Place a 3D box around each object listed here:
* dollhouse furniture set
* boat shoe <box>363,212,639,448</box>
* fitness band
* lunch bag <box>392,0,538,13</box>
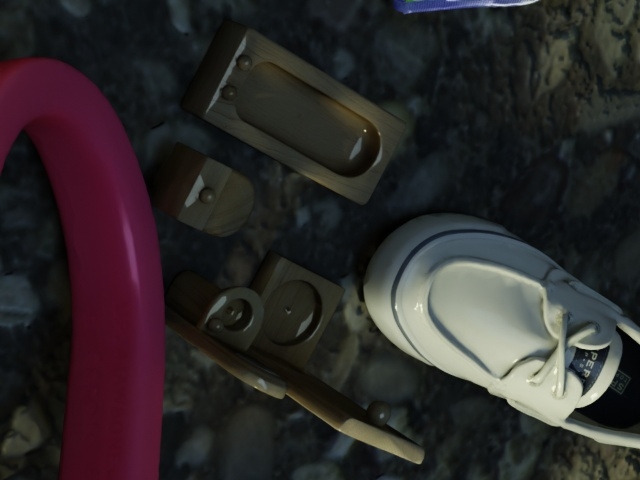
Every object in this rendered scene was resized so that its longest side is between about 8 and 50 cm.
[{"bbox_3d":[0.000,0.000,0.723,0.144,0.123,0.151,27,91,-37],"label":"dollhouse furniture set"},{"bbox_3d":[0.139,0.058,0.859,0.258,0.084,0.095,22,94,-37],"label":"boat shoe"},{"bbox_3d":[-0.123,0.065,0.605,0.209,0.054,0.291,51,38,-60],"label":"fitness band"},{"bbox_3d":[0.097,-0.193,0.743,0.151,0.096,0.129,-17,119,-12],"label":"lunch bag"}]
